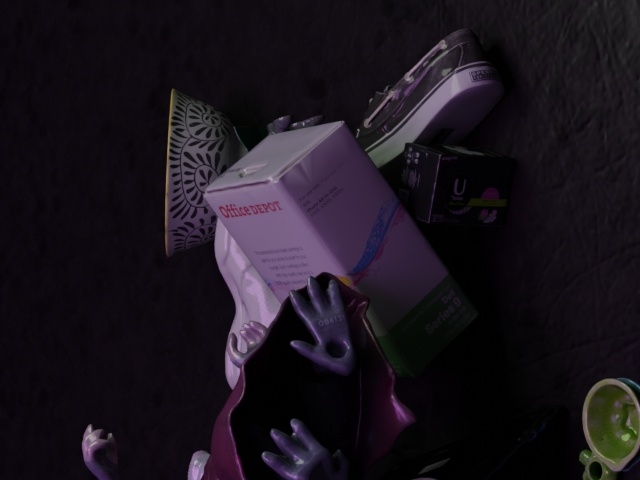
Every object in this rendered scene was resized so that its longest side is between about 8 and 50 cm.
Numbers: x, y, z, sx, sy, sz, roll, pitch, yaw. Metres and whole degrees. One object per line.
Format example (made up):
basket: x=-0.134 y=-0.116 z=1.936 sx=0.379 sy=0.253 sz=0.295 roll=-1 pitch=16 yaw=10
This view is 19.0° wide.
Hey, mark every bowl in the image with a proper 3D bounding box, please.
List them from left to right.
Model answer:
bowl: x=-0.112 y=-0.066 z=1.915 sx=0.170 sy=0.080 sz=0.170 roll=-177 pitch=90 yaw=-87

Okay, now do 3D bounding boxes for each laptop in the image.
laptop: x=0.089 y=0.281 z=1.581 sx=0.234 sy=0.264 sz=0.136 roll=-28 pitch=97 yaw=50

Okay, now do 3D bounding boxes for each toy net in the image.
toy net: x=0.267 y=0.213 z=1.446 sx=0.232 sy=0.045 sz=0.122 roll=55 pitch=131 yaw=38

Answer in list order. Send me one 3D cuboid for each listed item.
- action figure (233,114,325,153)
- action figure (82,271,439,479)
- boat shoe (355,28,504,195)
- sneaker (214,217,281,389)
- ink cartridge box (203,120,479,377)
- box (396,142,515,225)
action figure: x=0.000 y=0.000 z=1.772 sx=0.063 sy=0.137 sz=0.232 roll=-20 pitch=82 yaw=39
action figure: x=-0.030 y=0.191 z=1.607 sx=0.276 sy=0.248 sz=0.370 roll=44 pitch=146 yaw=10
boat shoe: x=0.077 y=-0.101 z=1.690 sx=0.219 sy=0.078 sz=0.070 roll=-42 pitch=57 yaw=36
sneaker: x=-0.043 y=0.048 z=1.861 sx=0.094 sy=0.080 sz=0.212 roll=-1 pitch=96 yaw=42
ink cartridge box: x=0.015 y=0.010 z=1.648 sx=0.212 sy=0.093 sz=0.154 roll=53 pitch=157 yaw=-14
box: x=0.114 y=-0.048 z=1.625 sx=0.052 sy=0.083 sz=0.062 roll=24 pitch=109 yaw=53
